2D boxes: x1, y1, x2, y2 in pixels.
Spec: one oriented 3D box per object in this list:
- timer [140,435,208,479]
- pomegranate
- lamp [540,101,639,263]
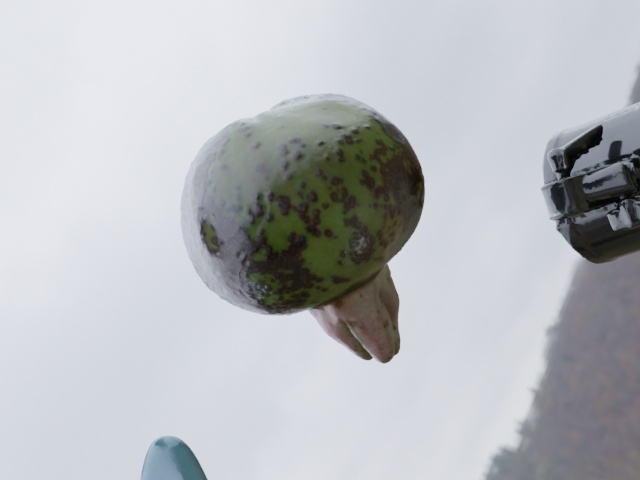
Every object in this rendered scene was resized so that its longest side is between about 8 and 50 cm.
[{"bbox_3d":[-0.048,0.194,0.459,0.175,0.175,0.256,38,-129,-73],"label":"timer"},{"bbox_3d":[-0.005,-0.009,0.798,0.138,0.125,0.163,-30,-40,-3],"label":"pomegranate"},{"bbox_3d":[0.236,-0.051,0.933,0.172,0.227,0.147,-17,-94,-54],"label":"lamp"}]
